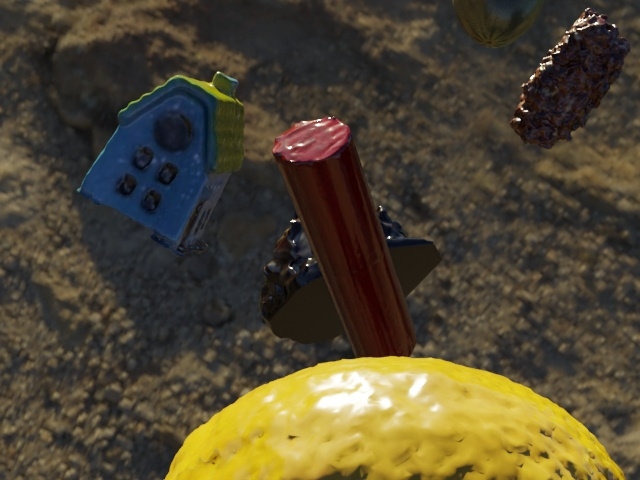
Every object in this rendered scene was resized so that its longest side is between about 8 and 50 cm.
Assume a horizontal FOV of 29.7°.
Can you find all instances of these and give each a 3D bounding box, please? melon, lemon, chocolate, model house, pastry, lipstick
[{"bbox_3d":[0.182,-0.258,1.220,0.098,0.098,0.131,11,77,-21],"label":"melon"},{"bbox_3d":[0.017,0.107,0.387,0.187,0.142,0.142,0,43,9],"label":"lemon"},{"bbox_3d":[0.000,0.000,1.475,0.206,0.224,0.177,-5,58,-37],"label":"chocolate"},{"bbox_3d":[-0.245,-0.154,2.080,0.215,0.303,0.237,27,7,5],"label":"model house"},{"bbox_3d":[0.360,-0.230,1.751,0.115,0.208,0.097,31,21,-3],"label":"pastry"},{"bbox_3d":[0.029,0.011,1.112,0.073,0.280,0.073,-12,42,11],"label":"lipstick"}]
